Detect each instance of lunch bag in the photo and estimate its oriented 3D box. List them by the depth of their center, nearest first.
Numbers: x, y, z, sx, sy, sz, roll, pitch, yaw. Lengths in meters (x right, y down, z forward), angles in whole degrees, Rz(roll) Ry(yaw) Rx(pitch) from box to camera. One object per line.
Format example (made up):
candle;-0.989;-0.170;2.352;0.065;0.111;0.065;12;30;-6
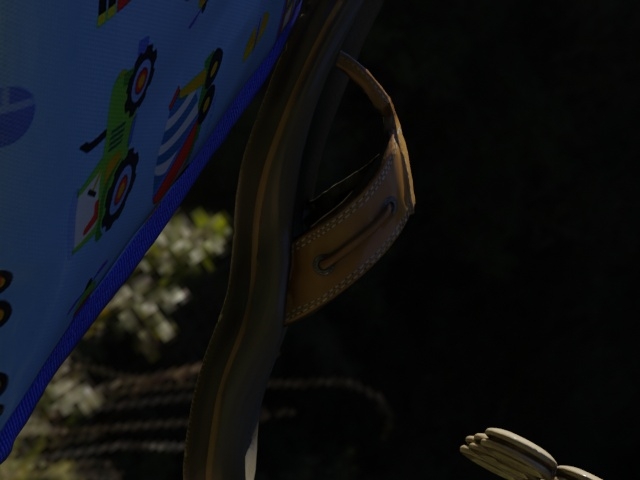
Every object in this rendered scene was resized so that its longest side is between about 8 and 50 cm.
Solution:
lunch bag;-0.051;-0.120;0.509;0.138;0.221;0.293;25;39;19

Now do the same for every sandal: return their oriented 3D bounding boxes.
sandal;0.000;0.000;0.679;0.060;0.219;0.090;15;10;5

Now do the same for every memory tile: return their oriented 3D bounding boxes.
memory tile;0.138;0.128;0.910;0.148;0.012;0.113;28;-9;3
